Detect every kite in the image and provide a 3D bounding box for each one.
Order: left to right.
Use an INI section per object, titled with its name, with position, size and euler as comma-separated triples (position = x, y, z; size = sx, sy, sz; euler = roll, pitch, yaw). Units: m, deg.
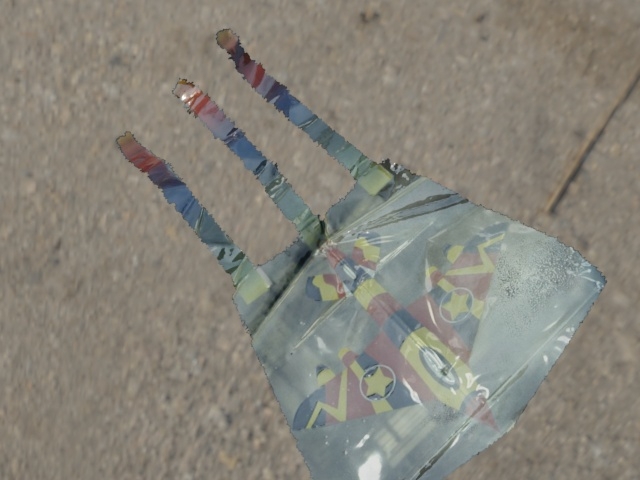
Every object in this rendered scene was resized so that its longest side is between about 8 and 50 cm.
[kite]
position = 0.001, 0.001, 0.630
size = 0.141, 0.015, 0.245
euler = -43, 57, 0
